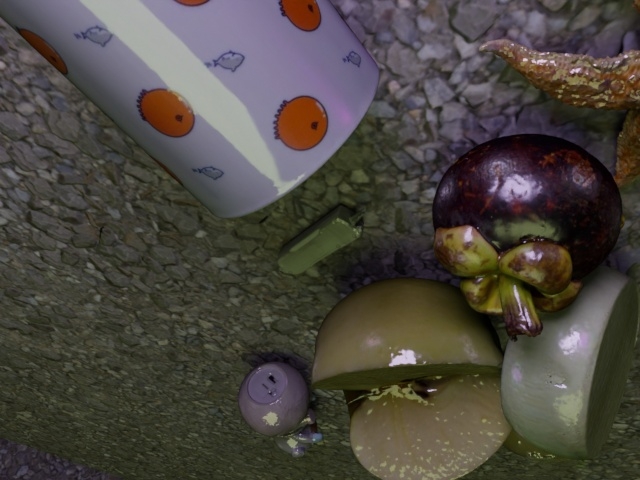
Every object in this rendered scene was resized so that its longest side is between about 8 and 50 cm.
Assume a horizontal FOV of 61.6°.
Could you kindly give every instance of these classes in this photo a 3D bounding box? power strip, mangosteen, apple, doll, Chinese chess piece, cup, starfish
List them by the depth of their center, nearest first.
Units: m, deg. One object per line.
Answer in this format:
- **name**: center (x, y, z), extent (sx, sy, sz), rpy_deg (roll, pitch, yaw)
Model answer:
- **cup**: center (-0.125, -0.197, 0.440), extent (0.212, 0.212, 0.317), rpy_deg (-21, 128, 33)
- **starfish**: center (0.324, -0.143, 0.494), extent (0.299, 0.060, 0.302), rpy_deg (-13, 135, 27)
- **mangosteen**: center (0.214, -0.002, 0.571), extent (0.193, 0.217, 0.192), rpy_deg (9, 147, 6)
- **Chinese chess piece**: center (0.328, 0.151, 0.694), extent (0.101, 0.250, 0.250), rpy_deg (14, 147, 41)
- **power strip**: center (0.000, 0.000, 0.768), extent (0.048, 0.030, 0.191), rpy_deg (35, 135, -22)
- **apple**: center (0.137, 0.182, 0.790), extent (0.258, 0.233, 0.295), rpy_deg (-23, 119, 14)
- **doll**: center (-0.074, 0.365, 1.124), extent (0.151, 0.150, 0.287), rpy_deg (-1, 141, 15)

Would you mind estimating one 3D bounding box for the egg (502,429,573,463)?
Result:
- **egg**: center (0.370, 0.288, 0.908), extent (0.202, 0.164, 0.164), rpy_deg (9, 139, -3)
